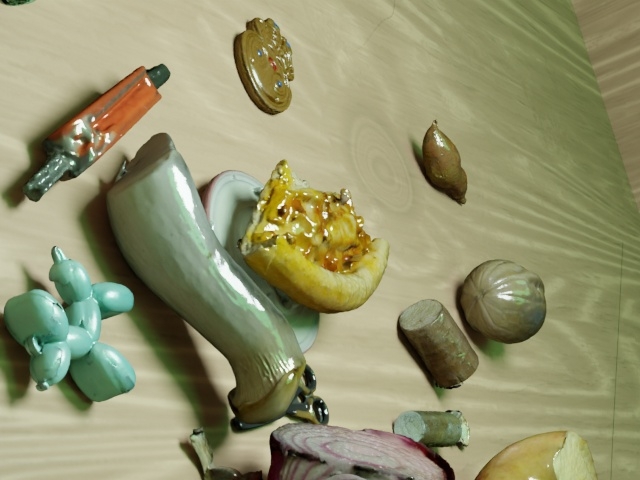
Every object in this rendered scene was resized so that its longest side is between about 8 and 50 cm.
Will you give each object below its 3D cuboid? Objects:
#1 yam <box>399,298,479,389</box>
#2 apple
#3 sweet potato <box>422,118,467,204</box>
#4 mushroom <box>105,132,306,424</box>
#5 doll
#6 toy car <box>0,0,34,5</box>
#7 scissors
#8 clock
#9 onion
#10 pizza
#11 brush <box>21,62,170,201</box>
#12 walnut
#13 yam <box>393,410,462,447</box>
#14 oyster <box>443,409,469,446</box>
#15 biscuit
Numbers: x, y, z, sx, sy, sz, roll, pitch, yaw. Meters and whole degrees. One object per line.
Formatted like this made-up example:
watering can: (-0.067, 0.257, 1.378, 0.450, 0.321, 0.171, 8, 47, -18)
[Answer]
yam: (0.177, 0.151, 2.216, 0.127, 0.084, 0.084, 58, 26, -28)
apple: (0.293, 0.421, 2.135, 0.251, 0.163, 0.293, 60, 37, -43)
sweet potato: (0.212, -0.113, 2.531, 0.226, 0.068, 0.068, 61, 21, -50)
mushroom: (-0.117, 0.041, 1.628, 0.329, 0.122, 0.159, 59, 34, -8)
doll: (-0.238, 0.086, 1.426, 0.158, 0.059, 0.159, 45, 34, -45)
toy car: (-0.352, -0.277, 1.487, 0.186, 0.058, 0.093, 6, 65, -50)
scissors: (-0.049, 0.199, 1.782, 0.220, 0.017, 0.088, -9, 79, -65)
clock: (-0.072, 0.028, 1.826, 0.244, 0.056, 0.244, 45, 34, -42)
onion: (0.030, 0.327, 1.614, 0.256, 0.272, 0.230, 4, 92, -58)
pizza: (0.000, 0.000, 1.838, 0.365, 0.073, 0.182, 17, 63, -63)
brush: (-0.238, -0.123, 1.587, 0.051, 0.070, 0.323, 57, 27, -15)
walnut: (0.299, 0.099, 2.449, 0.162, 0.140, 0.140, 46, 31, -58)
yam: (0.150, 0.264, 2.100, 0.132, 0.054, 0.054, 14, 58, -60)
oyster: (0.198, 0.278, 2.228, 0.083, 0.019, 0.054, 33, 44, -56)
biscuit: (-0.073, -0.249, 2.084, 0.124, 0.026, 0.175, 56, 27, -28)
